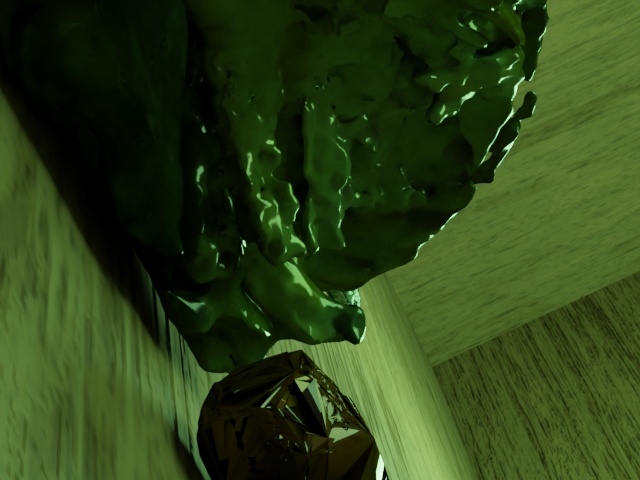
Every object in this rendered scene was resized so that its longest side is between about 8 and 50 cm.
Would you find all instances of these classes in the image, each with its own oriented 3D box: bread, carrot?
[{"bbox_3d":[-0.049,-0.154,0.731,0.251,0.208,0.376,68,-4,-49],"label":"bread"},{"bbox_3d":[0.019,0.149,0.639,0.069,0.069,0.228,-106,172,-70],"label":"carrot"}]

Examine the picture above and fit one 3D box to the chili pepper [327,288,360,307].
[{"bbox_3d":[0.000,0.000,1.532,0.088,0.059,0.227,-104,173,-51],"label":"chili pepper"}]
